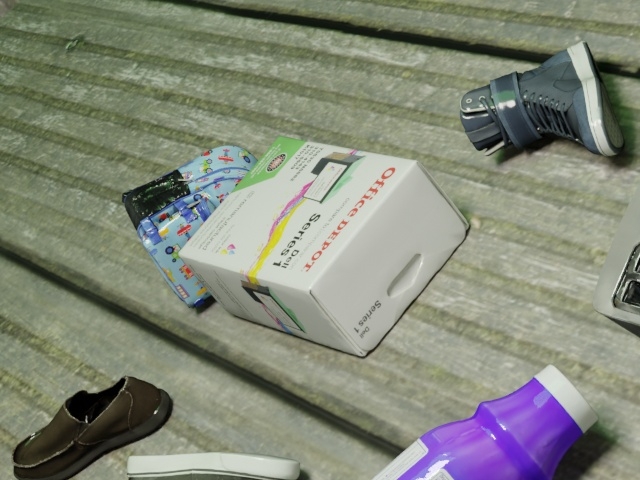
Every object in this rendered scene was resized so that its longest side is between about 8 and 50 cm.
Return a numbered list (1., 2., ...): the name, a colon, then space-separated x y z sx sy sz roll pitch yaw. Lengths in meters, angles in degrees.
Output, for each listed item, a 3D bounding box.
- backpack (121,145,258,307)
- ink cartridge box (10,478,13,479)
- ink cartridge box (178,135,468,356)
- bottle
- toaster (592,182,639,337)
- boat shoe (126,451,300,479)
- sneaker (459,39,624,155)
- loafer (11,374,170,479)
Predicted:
1. backpack: -0.131 -0.023 2.148 0.173 0.158 0.117 -30 35 -4
2. ink cartridge box: -0.393 0.339 2.065 0.115 0.029 0.063 -40 30 -3
3. ink cartridge box: 0.000 0.000 1.998 0.201 0.117 0.278 -50 32 -18
4. bottle: 0.120 0.225 1.559 0.283 0.118 0.092 -41 23 -2
5. toaster: 0.347 0.020 1.554 0.186 0.110 0.168 18 82 56
6. boat shoe: -0.111 0.258 1.831 0.219 0.078 0.070 -8 77 38
7. sneaker: 0.240 -0.129 1.923 0.163 0.086 0.226 -21 23 10
8. loafer: -0.282 0.212 2.062 0.220 0.078 0.080 -29 31 17
